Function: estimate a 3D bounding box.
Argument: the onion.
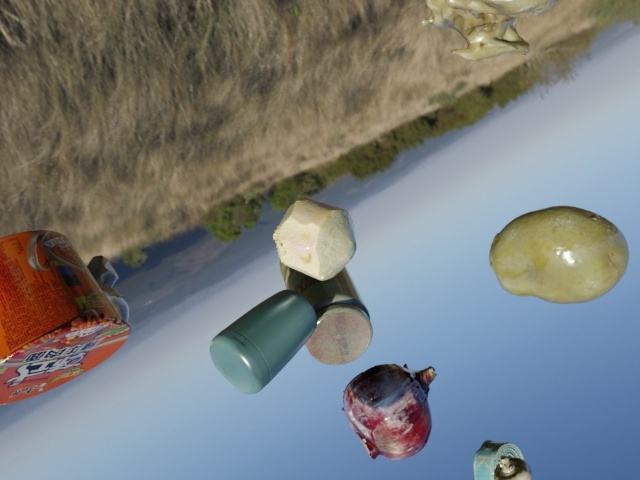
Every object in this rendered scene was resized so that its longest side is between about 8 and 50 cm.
[{"bbox_3d":[0.114,0.252,0.865,0.151,0.098,0.206,-29,142,5],"label":"onion"}]

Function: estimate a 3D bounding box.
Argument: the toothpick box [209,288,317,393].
[{"bbox_3d":[-0.094,0.170,1.070,0.184,0.120,0.120,-40,-173,-38],"label":"toothpick box"}]

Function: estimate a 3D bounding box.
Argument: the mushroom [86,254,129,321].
[{"bbox_3d":[-0.532,0.130,1.387,0.204,0.204,0.204,-30,-178,1],"label":"mushroom"}]

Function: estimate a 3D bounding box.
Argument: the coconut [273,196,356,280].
[{"bbox_3d":[0.000,0.000,0.925,0.122,0.116,0.116,17,-146,35],"label":"coconut"}]

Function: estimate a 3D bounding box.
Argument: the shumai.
[{"bbox_3d":[0.303,-0.448,1.019,0.266,0.314,0.262,4,163,15],"label":"shumai"}]

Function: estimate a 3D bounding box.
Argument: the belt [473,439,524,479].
[{"bbox_3d":[0.449,0.581,1.495,0.147,0.163,0.082,-32,-168,-36],"label":"belt"}]

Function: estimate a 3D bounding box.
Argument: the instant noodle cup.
[{"bbox_3d":[-0.459,0.115,0.966,0.250,0.192,0.250,-30,164,-9],"label":"instant noodle cup"}]

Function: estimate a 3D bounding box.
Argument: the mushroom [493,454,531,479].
[{"bbox_3d":[0.401,0.488,1.286,0.085,0.079,0.085,-35,-169,8],"label":"mushroom"}]

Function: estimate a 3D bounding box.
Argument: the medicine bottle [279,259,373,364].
[{"bbox_3d":[0.007,0.125,1.348,0.151,0.151,0.322,-30,-151,3],"label":"medicine bottle"}]

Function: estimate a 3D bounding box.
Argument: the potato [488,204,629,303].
[{"bbox_3d":[0.423,0.028,1.087,0.235,0.178,0.160,-10,175,26],"label":"potato"}]
